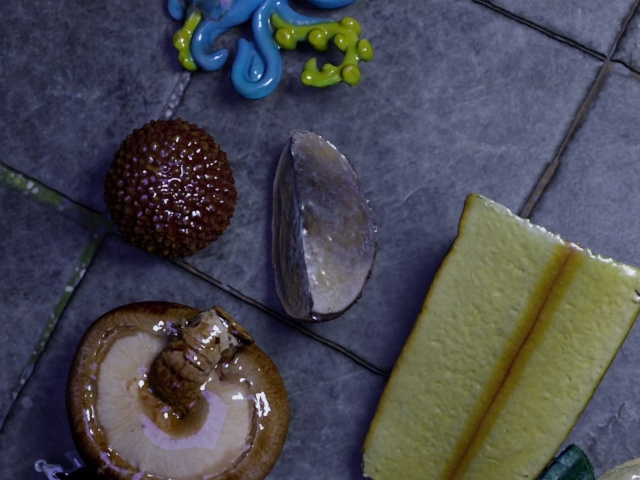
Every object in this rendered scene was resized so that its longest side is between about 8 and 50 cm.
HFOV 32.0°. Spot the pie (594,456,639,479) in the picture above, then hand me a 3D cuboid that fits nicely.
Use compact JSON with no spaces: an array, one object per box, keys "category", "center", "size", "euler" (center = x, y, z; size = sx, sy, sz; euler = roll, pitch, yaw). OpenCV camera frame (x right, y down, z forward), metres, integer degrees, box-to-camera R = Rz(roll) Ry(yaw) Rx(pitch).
[{"category":"pie","center":[0.385,0.409,1.300],"size":[0.337,0.075,0.338],"euler":[0,89,-17]}]

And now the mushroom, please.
[{"category":"mushroom","center":[-0.179,0.201,1.407],"size":[0.297,0.163,0.278],"euler":[35,98,11]}]

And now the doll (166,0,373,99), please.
[{"category":"doll","center":[-0.048,-0.351,1.493],"size":[0.341,0.099,0.346],"euler":[-10,77,20]}]

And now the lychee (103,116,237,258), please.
[{"category":"lychee","center":[-0.193,-0.066,1.430],"size":[0.188,0.188,0.188],"euler":[-1,83,8]}]

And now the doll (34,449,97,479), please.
[{"category":"doll","center":[-0.287,0.335,1.450],"size":[0.195,0.070,0.096],"euler":[28,73,3]}]

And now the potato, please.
[{"category":"potato","center":[-0.001,-0.001,1.452],"size":[0.120,0.100,0.261],"euler":[7,65,-29]}]

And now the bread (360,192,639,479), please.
[{"category":"bread","center":[0.202,0.169,1.318],"size":[0.233,0.245,0.362],"euler":[26,84,9]}]

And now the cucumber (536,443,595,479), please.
[{"category":"cucumber","center":[0.272,0.320,1.335],"size":[0.062,0.116,0.115],"euler":[41,46,22]}]
